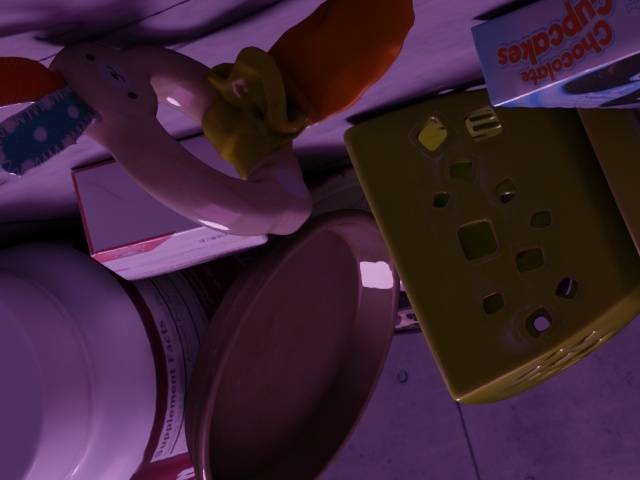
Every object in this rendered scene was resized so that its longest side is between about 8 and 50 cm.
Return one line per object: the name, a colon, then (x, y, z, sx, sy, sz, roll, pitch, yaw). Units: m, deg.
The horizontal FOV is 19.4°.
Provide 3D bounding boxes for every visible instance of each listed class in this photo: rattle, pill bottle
rattle: (-0.065, -0.086, 0.930, 0.199, 0.130, 0.143, 24, 137, -36)
pill bottle: (-0.181, 0.107, 1.558, 0.224, 0.224, 0.392, -19, 173, 30)

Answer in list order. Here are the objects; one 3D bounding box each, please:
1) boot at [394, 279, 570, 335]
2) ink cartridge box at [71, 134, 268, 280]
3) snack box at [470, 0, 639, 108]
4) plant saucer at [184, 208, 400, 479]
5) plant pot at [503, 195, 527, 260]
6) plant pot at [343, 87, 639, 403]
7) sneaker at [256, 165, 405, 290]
boot: (0.068, 0.061, 2.159, 0.377, 0.138, 0.284, -8, 170, -25)
ink cartridge box: (-0.105, -0.021, 1.369, 0.115, 0.067, 0.198, -15, 172, 1)
snack box: (0.259, -0.142, 1.236, 0.187, 0.060, 0.322, -20, 172, 33)
plant saucer: (-0.025, 0.099, 1.543, 0.041, 0.278, 0.278, 23, -166, 27)
plant pot: (0.169, -0.017, 1.923, 0.096, 0.109, 0.109, -5, 180, 31)
plant pot: (0.172, -0.015, 1.442, 0.207, 0.227, 0.228, -24, 171, 14)
sneaker: (0.052, -0.007, 1.658, 0.252, 0.111, 0.103, -11, 172, -35)
